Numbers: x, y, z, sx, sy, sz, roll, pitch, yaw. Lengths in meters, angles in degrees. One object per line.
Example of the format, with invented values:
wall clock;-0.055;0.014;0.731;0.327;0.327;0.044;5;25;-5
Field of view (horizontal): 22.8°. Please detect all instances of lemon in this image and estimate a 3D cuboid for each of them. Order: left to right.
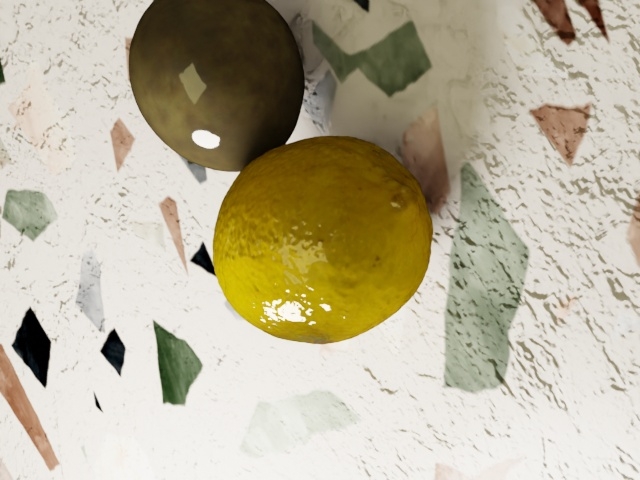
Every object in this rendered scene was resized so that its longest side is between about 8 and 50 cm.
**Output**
lemon;0.000;0.000;1.427;0.256;0.188;0.188;-23;91;52

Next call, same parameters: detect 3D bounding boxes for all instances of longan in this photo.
longan;-0.097;-0.154;1.486;0.204;0.159;0.185;-126;13;-75
